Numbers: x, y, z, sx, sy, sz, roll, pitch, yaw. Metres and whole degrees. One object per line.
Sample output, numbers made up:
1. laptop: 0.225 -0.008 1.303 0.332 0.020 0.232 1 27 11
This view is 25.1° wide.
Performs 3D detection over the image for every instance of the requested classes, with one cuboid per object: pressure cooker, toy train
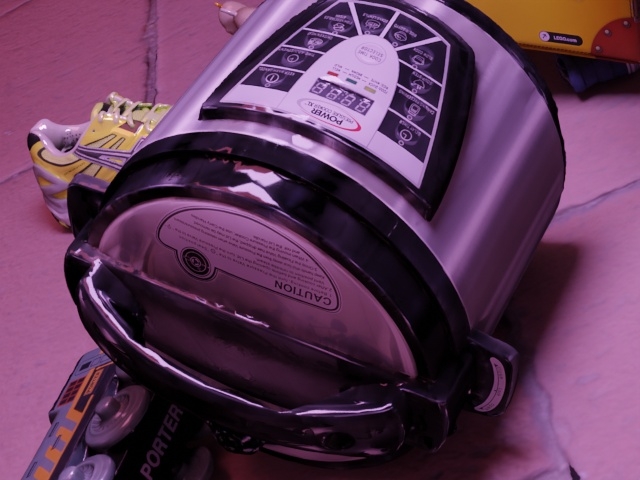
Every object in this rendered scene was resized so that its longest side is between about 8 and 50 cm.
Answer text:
1. pressure cooker: 0.001 0.005 1.306 0.370 0.375 0.420 -16 30 45
2. toy train: -0.206 0.218 1.417 0.190 0.142 0.334 -25 30 36

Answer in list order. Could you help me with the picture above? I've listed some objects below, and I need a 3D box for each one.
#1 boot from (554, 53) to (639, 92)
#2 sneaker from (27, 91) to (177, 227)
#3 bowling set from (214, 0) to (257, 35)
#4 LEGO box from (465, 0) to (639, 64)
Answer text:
1. boot: 0.305 -0.241 1.684 0.086 0.069 0.190 -22 31 5
2. sneaker: -0.234 -0.126 1.935 0.385 0.147 0.145 -15 32 23
3. bowling set: -0.027 -0.173 1.795 0.199 0.287 0.154 -66 23 7
4. LEGO box: 0.157 -0.429 1.605 0.500 0.372 0.193 14 44 31
